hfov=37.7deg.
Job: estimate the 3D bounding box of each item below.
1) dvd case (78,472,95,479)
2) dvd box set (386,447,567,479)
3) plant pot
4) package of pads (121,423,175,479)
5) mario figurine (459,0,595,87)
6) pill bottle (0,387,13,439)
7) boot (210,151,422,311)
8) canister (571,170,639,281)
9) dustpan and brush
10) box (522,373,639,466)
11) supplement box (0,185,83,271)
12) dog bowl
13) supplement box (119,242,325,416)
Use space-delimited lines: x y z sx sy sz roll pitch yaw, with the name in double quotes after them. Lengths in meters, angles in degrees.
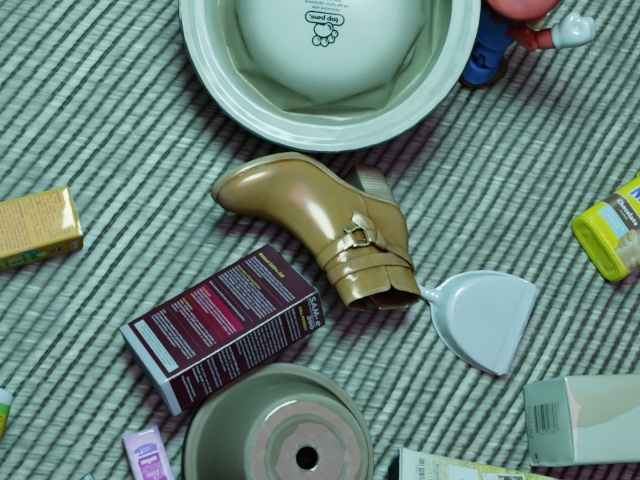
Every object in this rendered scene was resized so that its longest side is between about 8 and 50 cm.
-0.291 0.445 1.185 0.179 0.029 0.238 -38 88 -19 "dvd case"
0.290 0.459 1.241 0.420 0.062 0.307 12 51 -10 "dvd box set"
-0.036 0.274 1.182 0.263 0.229 0.263 3 75 -13 "plant pot"
-0.227 0.289 1.237 0.050 0.032 0.083 -17 81 -14 "package of pads"
0.285 -0.347 1.362 0.198 0.320 0.170 13 74 -10 "mario figurine"
-0.473 0.286 1.127 0.136 0.136 0.245 16 73 -8 "pill bottle"
0.000 0.000 1.293 0.283 0.109 0.220 3 57 -33 "boot"
0.490 -0.028 1.459 0.170 0.073 0.126 -31 84 -16 "canister"
0.195 0.093 1.377 0.211 0.060 0.147 24 85 -13 "dustpan and brush"
0.466 0.256 1.345 0.311 0.148 0.121 1 76 -14 "box"
-0.435 0.000 1.239 0.233 0.078 0.080 -19 81 -16 "supplement box"
0.014 -0.328 1.319 0.408 0.150 0.408 0 98 3 "dog bowl"
-0.129 0.114 1.252 0.239 0.073 0.130 -30 45 -17 "supplement box"
